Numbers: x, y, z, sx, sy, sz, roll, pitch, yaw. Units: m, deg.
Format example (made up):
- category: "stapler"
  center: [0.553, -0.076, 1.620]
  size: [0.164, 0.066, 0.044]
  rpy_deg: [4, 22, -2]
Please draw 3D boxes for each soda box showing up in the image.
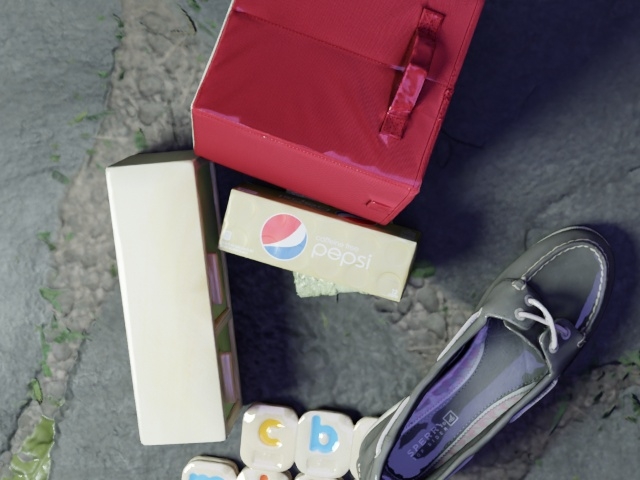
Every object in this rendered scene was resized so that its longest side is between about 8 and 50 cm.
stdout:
- category: "soda box"
  center: [0.000, 0.000, 1.116]
  size: [0.181, 0.058, 0.061]
  rpy_deg: [17, 102, 6]

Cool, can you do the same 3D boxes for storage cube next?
- category: "storage cube"
  center: [0.009, -0.138, 1.019]
  size: [0.193, 0.215, 0.184]
  rpy_deg: [20, 82, -3]

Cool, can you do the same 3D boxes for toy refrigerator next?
- category: "toy refrigerator"
  center: [-0.134, 0.052, 1.146]
  size: [0.094, 0.102, 0.270]
  rpy_deg: [-4, 100, 7]

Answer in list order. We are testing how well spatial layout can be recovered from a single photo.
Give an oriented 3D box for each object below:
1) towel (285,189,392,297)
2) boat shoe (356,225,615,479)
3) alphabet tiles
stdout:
- category: "towel"
  center: [0.019, -0.017, 1.154]
  size: [0.110, 0.027, 0.148]
  rpy_deg: [-2, 101, 7]
- category: "boat shoe"
  center: [0.164, 0.129, 1.122]
  size: [0.112, 0.095, 0.335]
  rpy_deg: [41, 97, -5]
- category: "alphabet tiles"
  center: [-0.007, 0.306, 1.223]
  size: [0.284, 0.021, 0.278]
  rpy_deg: [6, 102, 5]
